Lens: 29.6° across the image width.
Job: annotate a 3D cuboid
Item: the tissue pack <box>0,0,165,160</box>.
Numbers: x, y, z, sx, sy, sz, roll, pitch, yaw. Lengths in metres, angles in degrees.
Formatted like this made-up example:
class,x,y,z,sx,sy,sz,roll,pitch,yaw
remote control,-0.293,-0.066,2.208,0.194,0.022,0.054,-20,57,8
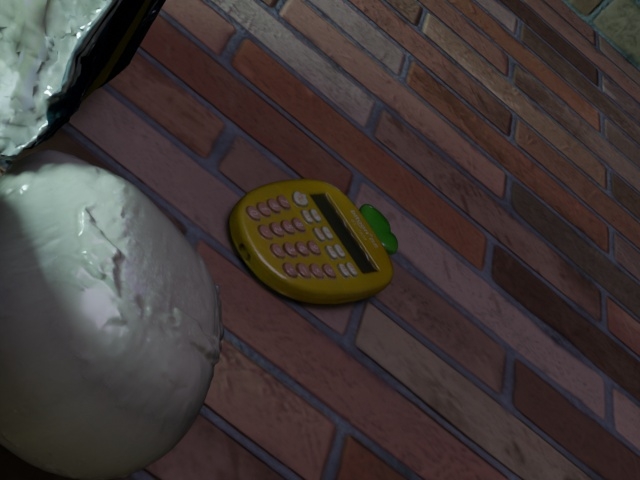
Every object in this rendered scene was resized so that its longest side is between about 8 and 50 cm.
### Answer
class,x,y,z,sx,sy,sz,roll,pitch,yaw
tissue pack,-0.235,-0.253,0.922,0.264,0.253,0.416,33,12,-10

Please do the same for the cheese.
class,x,y,z,sx,sy,sz,roll,pitch,yaw
cheese,-0.159,0.062,0.813,0.198,0.154,0.189,47,24,-34

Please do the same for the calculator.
class,x,y,z,sx,sy,sz,roll,pitch,yaw
calculator,0.000,0.000,1.217,0.234,0.032,0.146,-7,58,-52
